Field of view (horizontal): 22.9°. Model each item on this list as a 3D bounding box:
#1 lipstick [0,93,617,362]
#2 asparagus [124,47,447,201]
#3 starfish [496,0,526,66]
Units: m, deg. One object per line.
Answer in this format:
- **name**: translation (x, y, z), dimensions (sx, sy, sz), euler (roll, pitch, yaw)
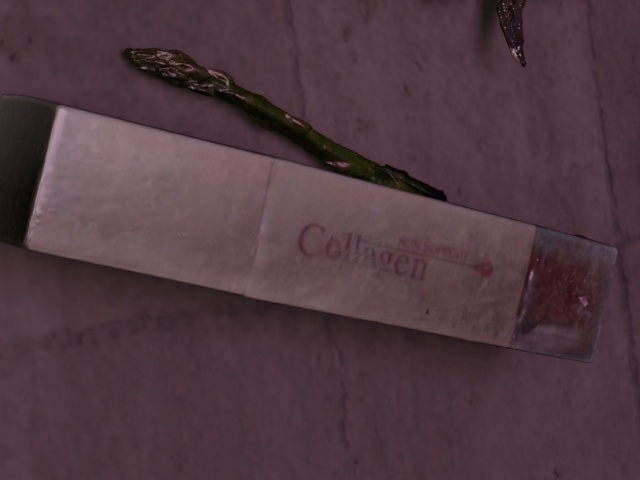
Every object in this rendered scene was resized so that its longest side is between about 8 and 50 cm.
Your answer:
- **lipstick**: translation (0.000, 0.000, 0.860), dimensions (0.371, 0.080, 0.076), euler (13, 92, -35)
- **asparagus**: translation (-0.012, -0.060, 0.899), dimensions (0.233, 0.023, 0.022), euler (26, 27, -33)
- **starfish**: translation (0.127, -0.173, 0.994), dimensions (0.130, 0.041, 0.133), euler (9, 88, -27)
